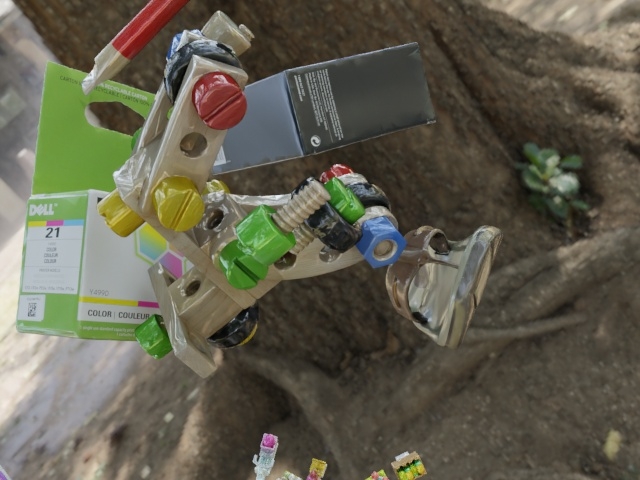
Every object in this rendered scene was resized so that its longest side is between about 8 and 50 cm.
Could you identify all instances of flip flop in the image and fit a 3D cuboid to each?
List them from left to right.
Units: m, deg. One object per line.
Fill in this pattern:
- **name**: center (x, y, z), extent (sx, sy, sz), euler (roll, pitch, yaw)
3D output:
- **flip flop**: center (0.099, 0.030, 0.844), extent (0.277, 0.080, 0.112), euler (-157, 88, -84)

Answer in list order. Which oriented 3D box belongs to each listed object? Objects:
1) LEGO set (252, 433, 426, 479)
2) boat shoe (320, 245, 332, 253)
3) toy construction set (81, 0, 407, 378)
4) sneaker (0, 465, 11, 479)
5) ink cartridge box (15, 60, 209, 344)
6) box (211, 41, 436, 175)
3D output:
- **LEGO set**: center (0.028, 0.393, 1.465), extent (0.107, 0.287, 0.132), euler (79, -163, -70)
- **boat shoe**: center (0.000, 0.000, 1.600), extent (0.038, 0.125, 0.046), euler (11, 76, 31)
- **toy construction set**: center (-0.112, -0.039, 0.744), extent (0.237, 0.309, 0.257), euler (-41, -25, 12)
- **sneaker**: center (-0.268, 0.151, 0.458), extent (0.102, 0.282, 0.161), euler (-24, 42, 37)
- **ink cartridge box**: center (-0.178, -0.032, 0.870), extent (0.097, 0.189, 0.255), euler (0, 83, 38)
- **box**: center (-0.014, -0.156, 1.106), extent (0.184, 0.103, 0.261), euler (-15, 7, -29)
